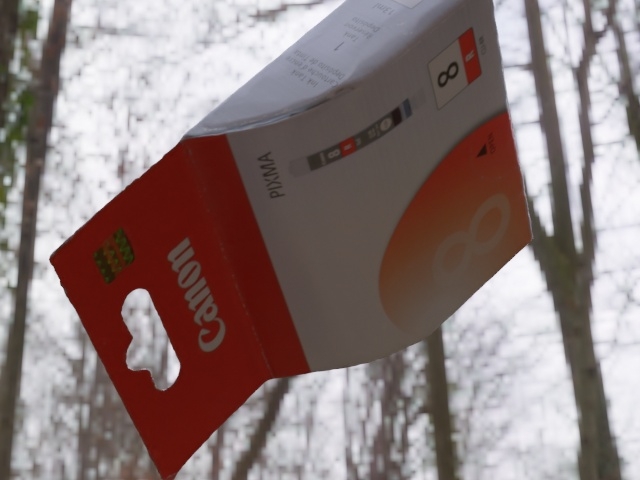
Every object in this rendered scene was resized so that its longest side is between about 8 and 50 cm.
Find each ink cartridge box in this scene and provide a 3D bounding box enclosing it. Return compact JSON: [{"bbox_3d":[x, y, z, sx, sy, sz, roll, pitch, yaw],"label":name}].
[{"bbox_3d":[0.000,0.000,0.620,0.045,0.179,0.145,30,-26,34],"label":"ink cartridge box"}]
